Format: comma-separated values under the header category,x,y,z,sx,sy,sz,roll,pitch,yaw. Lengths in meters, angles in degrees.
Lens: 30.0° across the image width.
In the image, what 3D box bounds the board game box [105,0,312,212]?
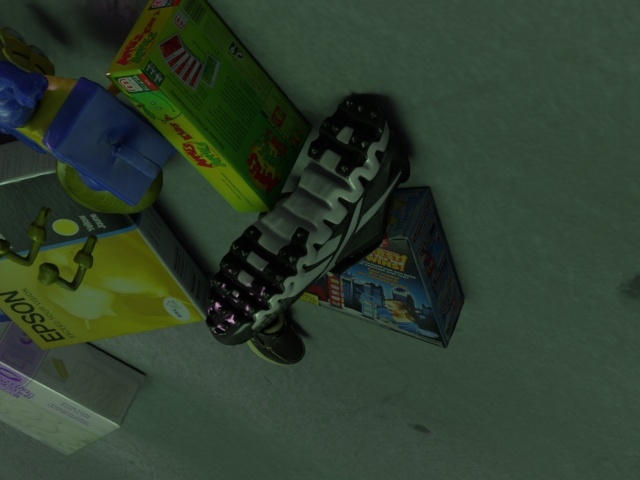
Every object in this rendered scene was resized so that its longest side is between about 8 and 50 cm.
category,x,y,z,sx,sy,sz,roll,pitch,yaw
board game box,-0.087,-0.113,0.983,0.043,0.092,0.181,0,145,40

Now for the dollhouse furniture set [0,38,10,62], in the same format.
category,x,y,z,sx,sy,sz,roll,pitch,yaw
dollhouse furniture set,-0.486,-0.140,1.108,0.303,0.198,0.286,-7,140,37

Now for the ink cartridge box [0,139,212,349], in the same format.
category,x,y,z,sx,sy,sz,roll,pitch,yaw
ink cartridge box,-0.320,0.016,1.322,0.307,0.072,0.303,-14,142,14

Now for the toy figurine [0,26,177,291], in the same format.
category,x,y,z,sx,sy,sz,roll,pitch,yaw
toy figurine,-0.207,-0.057,1.000,0.217,0.191,0.362,18,166,36

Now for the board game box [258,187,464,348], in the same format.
category,x,y,z,sx,sy,sz,roll,pitch,yaw
board game box,0.043,0.009,1.136,0.194,0.060,0.194,18,152,12

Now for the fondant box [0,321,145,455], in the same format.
category,x,y,z,sx,sy,sz,roll,pitch,yaw
fondant box,-0.444,0.228,1.893,0.238,0.096,0.330,31,151,-14

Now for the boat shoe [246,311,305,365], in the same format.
category,x,y,z,sx,sy,sz,roll,pitch,yaw
boat shoe,-0.063,0.098,1.389,0.049,0.056,0.152,2,146,46

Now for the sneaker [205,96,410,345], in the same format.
category,x,y,z,sx,sy,sz,roll,pitch,yaw
sneaker,0.000,0.000,0.999,0.078,0.234,0.106,35,180,42
